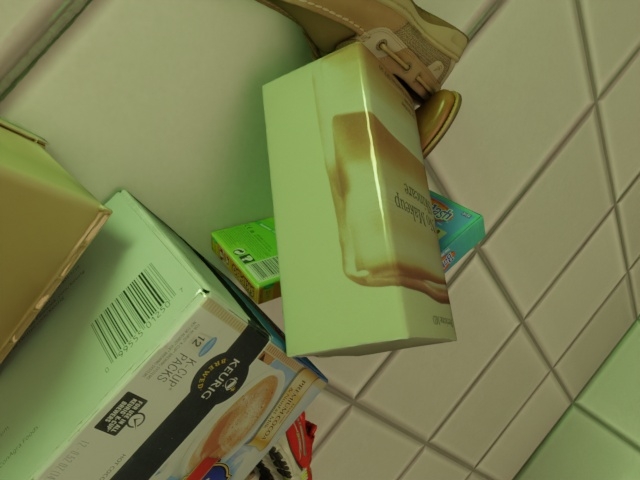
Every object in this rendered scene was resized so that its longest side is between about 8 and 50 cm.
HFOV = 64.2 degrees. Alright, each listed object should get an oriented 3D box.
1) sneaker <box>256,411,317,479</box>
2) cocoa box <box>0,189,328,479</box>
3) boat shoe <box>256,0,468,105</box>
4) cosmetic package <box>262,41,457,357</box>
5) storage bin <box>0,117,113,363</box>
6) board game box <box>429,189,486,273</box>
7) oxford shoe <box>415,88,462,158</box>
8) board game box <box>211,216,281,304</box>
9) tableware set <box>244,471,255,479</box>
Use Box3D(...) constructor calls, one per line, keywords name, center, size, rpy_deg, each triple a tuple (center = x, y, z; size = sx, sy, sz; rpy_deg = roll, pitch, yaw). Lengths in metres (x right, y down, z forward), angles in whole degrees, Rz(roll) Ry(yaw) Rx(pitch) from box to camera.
Box3D(name="sneaker", center=(-0.042, 0.376, 0.892), size=(0.118, 0.107, 0.279), rpy_deg=(-54, 152, -38))
Box3D(name="cocoa box", center=(-0.214, 0.173, 0.531), size=(0.347, 0.231, 0.228), rpy_deg=(-47, 136, -7))
Box3D(name="boat shoe", center=(0.049, -0.228, 0.586), size=(0.341, 0.121, 0.110), rpy_deg=(3, 114, -42))
Box3D(name="cosmetic package", center=(0.040, -0.031, 0.547), size=(0.153, 0.129, 0.296), rpy_deg=(18, 62, -58))
Box3D(name="storage bin", center=(-0.333, 0.014, 0.349), size=(0.260, 0.123, 0.262), rpy_deg=(-53, 162, 0))
Box3D(name="board game box", center=(0.110, 0.010, 0.752), size=(0.210, 0.160, 0.047), rpy_deg=(-39, 134, -13))
Box3D(name="oxford shoe", center=(0.089, -0.129, 0.672), size=(0.212, 0.076, 0.076), rpy_deg=(-39, 119, 23))
Box3D(name="board game box", center=(0.000, 0.000, 0.680), size=(0.259, 0.124, 0.039), rpy_deg=(-19, 132, -30))
Box3D(name="tableware set", center=(-0.195, 0.434, 0.841), size=(0.194, 0.039, 0.128), rpy_deg=(-34, 132, -19))
